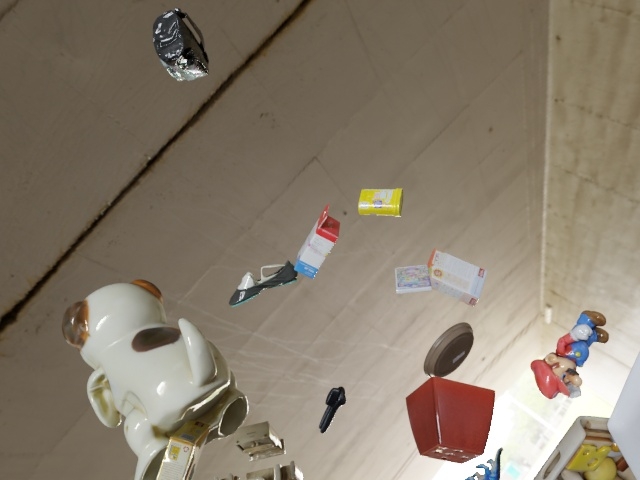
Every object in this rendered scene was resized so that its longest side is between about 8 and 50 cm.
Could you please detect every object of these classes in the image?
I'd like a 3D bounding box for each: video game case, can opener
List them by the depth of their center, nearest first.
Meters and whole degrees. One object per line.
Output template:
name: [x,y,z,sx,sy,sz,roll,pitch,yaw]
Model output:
video game case: [0.238,0.099,1.276,0.122,0.087,0.011,-75,-23,-64]
can opener: [0.038,0.600,1.757,0.059,0.073,0.186,-94,26,-74]

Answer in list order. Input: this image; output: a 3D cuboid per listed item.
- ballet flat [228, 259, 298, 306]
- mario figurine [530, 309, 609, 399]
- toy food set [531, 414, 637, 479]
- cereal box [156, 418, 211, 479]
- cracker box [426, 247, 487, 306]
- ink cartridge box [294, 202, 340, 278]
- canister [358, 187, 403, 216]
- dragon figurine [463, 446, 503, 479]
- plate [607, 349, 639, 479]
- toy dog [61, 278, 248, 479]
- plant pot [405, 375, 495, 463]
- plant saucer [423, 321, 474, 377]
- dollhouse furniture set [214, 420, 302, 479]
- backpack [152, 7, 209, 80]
ballet flat: [-0.221,0.149,1.827,0.280,0.095,0.096,-23,-80,-7]
mario figurine: [0.807,0.378,1.543,0.320,0.198,0.170,-42,-2,-17]
toy food set: [0.604,0.489,1.041,0.306,0.092,0.219,12,-67,-20]
cereal box: [-0.258,0.443,0.840,0.173,0.047,0.240,111,176,-78]
cracker box: [0.534,0.147,1.980,0.155,0.232,0.067,-56,-14,-39]
ink cartridge box: [0.000,0.000,1.700,0.231,0.078,0.134,-58,9,25]
canister: [0.250,-0.159,2.042,0.073,0.170,0.126,72,-153,-48]
dragon figurine: [0.561,0.795,1.596,0.085,0.144,0.289,3,-55,-42]
plate: [0.605,0.295,0.844,0.277,0.045,0.278,-52,-26,-70]
toy dog: [-0.396,0.268,1.091,0.284,0.408,0.395,-31,-34,-35]
plant pot: [0.498,0.706,1.897,0.267,0.267,0.235,115,167,-51]
plant saucer: [0.538,0.461,2.036,0.278,0.041,0.278,-21,-50,-28]
dollhouse furniture set: [-0.154,0.636,1.312,0.212,0.242,0.161,-14,-41,2]
backpack: [-0.373,-0.508,1.327,0.182,0.115,0.152,29,-128,-80]
